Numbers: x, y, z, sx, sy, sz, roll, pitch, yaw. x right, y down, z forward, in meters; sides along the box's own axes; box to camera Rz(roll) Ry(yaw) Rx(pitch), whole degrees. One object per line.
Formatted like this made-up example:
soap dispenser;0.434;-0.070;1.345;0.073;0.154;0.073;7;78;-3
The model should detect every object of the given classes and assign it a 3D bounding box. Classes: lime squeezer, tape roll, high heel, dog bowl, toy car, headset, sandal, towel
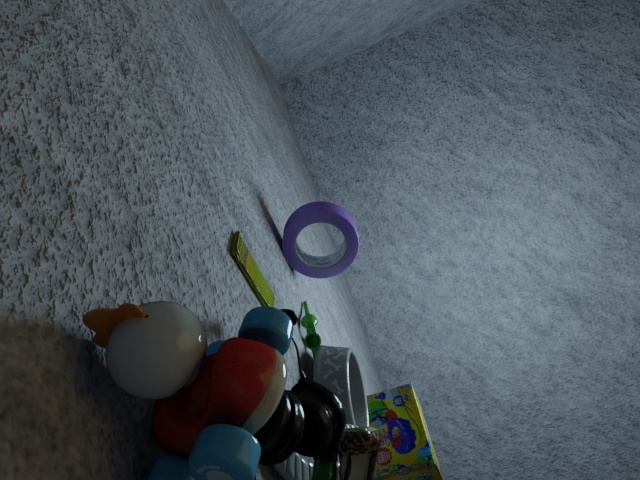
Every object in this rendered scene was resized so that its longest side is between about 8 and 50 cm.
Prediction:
lime squeezer;-0.035;0.320;1.479;0.110;0.059;0.310;112;-29;-49
tape roll;0.000;0.000;1.605;0.090;0.275;0.275;-94;163;-64
high heel;0.080;0.478;0.877;0.261;0.093;0.186;99;-10;-58
dog bowl;0.073;0.497;1.377;0.349;0.102;0.348;-11;90;-79
toy car;-0.184;0.159;0.541;0.238;0.210;0.219;39;34;-16
headset;-0.079;0.325;0.812;0.243;0.185;0.394;22;63;-51
sandal;-0.017;0.483;1.011;0.416;0.102;0.169;44;40;-43
towel;-0.171;0.090;1.166;0.102;0.021;0.237;-95;164;-56

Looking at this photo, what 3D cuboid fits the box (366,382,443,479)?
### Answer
box;0.241;0.705;1.543;0.290;0.279;0.177;-100;168;-50
